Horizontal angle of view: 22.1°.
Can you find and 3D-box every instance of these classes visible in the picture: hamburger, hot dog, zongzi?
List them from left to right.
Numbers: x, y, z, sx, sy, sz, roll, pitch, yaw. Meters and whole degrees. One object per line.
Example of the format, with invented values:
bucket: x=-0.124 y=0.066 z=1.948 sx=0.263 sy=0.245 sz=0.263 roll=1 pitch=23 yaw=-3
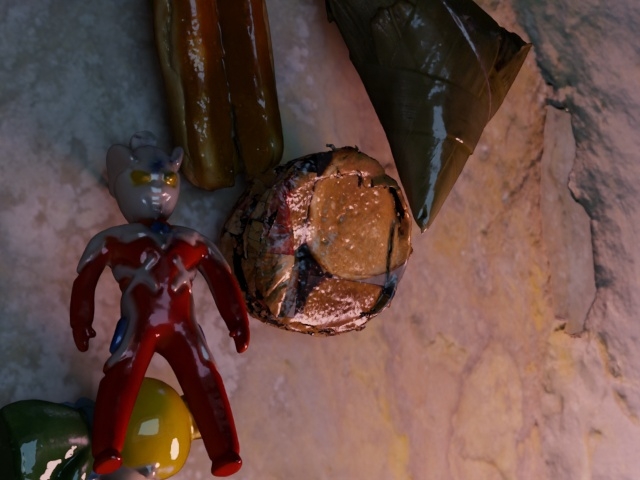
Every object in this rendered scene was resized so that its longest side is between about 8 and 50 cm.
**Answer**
hot dog: x=-0.122 y=-0.225 z=1.806 sx=0.135 sy=0.100 sz=0.337 roll=-14 pitch=102 yaw=-25
hamburger: x=0.000 y=0.000 z=1.822 sx=0.231 sy=0.107 sz=0.231 roll=-5 pitch=100 yaw=-33
zongzi: x=0.077 y=-0.191 z=1.849 sx=0.274 sy=0.145 sz=0.300 roll=40 pitch=50 yaw=-13

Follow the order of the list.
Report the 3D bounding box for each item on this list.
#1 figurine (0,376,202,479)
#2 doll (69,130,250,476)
figurine: x=-0.221 y=0.239 z=1.708 sx=0.234 sy=0.127 sz=0.185 roll=-4 pitch=91 yaw=-35
doll: x=-0.169 y=0.057 z=1.699 sx=0.188 sy=0.099 sz=0.384 roll=3 pitch=61 yaw=-23
